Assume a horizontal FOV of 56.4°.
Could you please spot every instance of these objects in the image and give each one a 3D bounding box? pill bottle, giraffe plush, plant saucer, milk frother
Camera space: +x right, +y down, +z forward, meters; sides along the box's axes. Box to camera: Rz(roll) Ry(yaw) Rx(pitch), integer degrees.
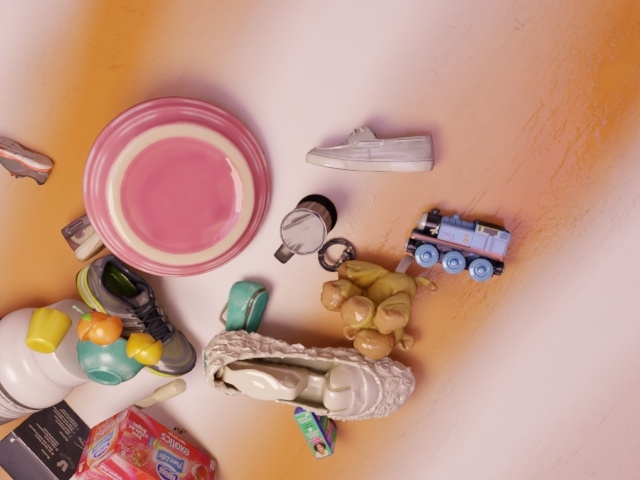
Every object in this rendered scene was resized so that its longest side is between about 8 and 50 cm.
[{"bbox_3d":[-0.635,0.260,1.225,0.363,0.210,0.210,-22,100,14],"label":"pill bottle"},{"bbox_3d":[0.103,0.141,1.100,0.181,0.210,0.170,30,129,33],"label":"giraffe plush"},{"bbox_3d":[-0.248,-0.086,1.062,0.333,0.084,0.331,-5,106,-16],"label":"plant saucer"},{"bbox_3d":[0.000,0.000,1.084,0.143,0.134,0.129,24,108,3],"label":"milk frother"}]

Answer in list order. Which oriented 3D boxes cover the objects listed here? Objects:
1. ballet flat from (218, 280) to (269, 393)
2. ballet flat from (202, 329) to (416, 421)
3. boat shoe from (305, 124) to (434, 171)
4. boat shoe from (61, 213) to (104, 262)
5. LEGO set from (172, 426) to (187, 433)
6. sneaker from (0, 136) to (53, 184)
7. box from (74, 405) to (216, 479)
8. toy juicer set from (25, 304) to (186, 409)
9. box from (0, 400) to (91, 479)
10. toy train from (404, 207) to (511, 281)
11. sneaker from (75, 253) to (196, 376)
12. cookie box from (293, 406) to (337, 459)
[{"bbox_3d":[-0.170,0.189,1.203,0.087,0.083,0.247,25,109,28],"label":"ballet flat"},{"bbox_3d":[-0.024,0.267,1.099,0.409,0.147,0.146,10,106,-1],"label":"ballet flat"},{"bbox_3d":[0.088,-0.164,1.062,0.228,0.079,0.081,2,96,4],"label":"boat shoe"},{"bbox_3d":[-0.402,-0.072,1.153,0.092,0.103,0.285,45,113,-9],"label":"boat shoe"},{"bbox_3d":[-0.317,0.455,1.319,0.054,0.023,0.083,-7,104,12],"label":"LEGO set"},{"bbox_3d":[-0.615,-0.155,1.189,0.158,0.061,0.064,25,114,3],"label":"sneaker"},{"bbox_3d":[-0.351,0.473,1.232,0.128,0.122,0.257,-30,121,21],"label":"box"},{"bbox_3d":[-0.362,0.215,1.120,0.209,0.089,0.329,-13,136,22],"label":"toy juicer set"},{"bbox_3d":[-0.591,0.448,1.295,0.093,0.158,0.156,-38,95,17],"label":"box"},{"bbox_3d":[0.248,0.007,1.077,0.184,0.080,0.105,15,98,8],"label":"toy train"},{"bbox_3d":[-0.357,0.150,1.177,0.300,0.111,0.121,46,143,-6],"label":"sneaker"},{"bbox_3d":[-0.009,0.369,1.208,0.040,0.092,0.107,-25,100,13],"label":"cookie box"}]
